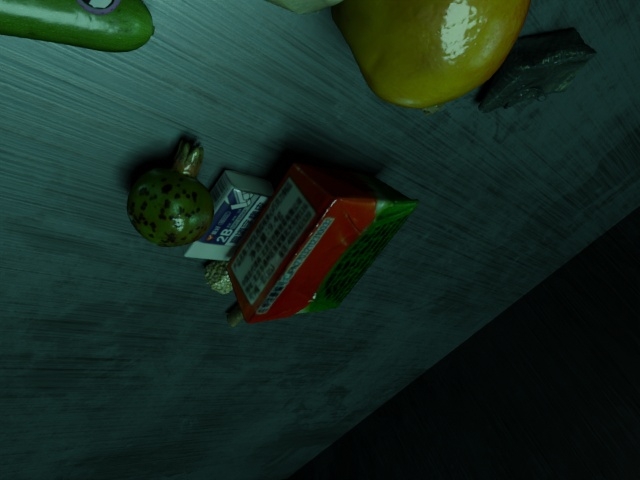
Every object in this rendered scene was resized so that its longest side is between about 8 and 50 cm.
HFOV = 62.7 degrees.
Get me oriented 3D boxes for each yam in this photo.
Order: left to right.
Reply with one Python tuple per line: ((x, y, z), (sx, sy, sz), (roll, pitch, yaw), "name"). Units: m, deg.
((-0.160, 0.142, 1.429), (0.264, 0.046, 0.046), (-43, 144, 20), "yam")

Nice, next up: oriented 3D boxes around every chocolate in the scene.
((0.000, 0.000, 1.188), (0.341, 0.161, 0.360), (-1, 132, -53), "chocolate")

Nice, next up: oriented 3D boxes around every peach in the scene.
((0.177, -0.357, 0.790), (0.307, 0.289, 0.289), (-25, 151, 28), "peach")

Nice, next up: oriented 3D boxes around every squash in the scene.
((-0.393, -0.300, 0.641), (0.378, 0.101, 0.101), (-2, 138, -31), "squash")

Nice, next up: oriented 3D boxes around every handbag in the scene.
((0.496, -0.379, 1.201), (0.270, 0.089, 0.175), (-16, 152, -18), "handbag")

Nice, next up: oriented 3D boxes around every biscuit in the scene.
((-0.200, 0.058, 1.271), (0.168, 0.070, 0.082), (-36, 156, 8), "biscuit")

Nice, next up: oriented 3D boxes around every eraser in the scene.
((-0.201, -0.047, 1.134), (0.124, 0.068, 0.210), (8, 132, -47), "eraser")

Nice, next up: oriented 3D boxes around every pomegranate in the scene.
((-0.269, -0.082, 0.978), (0.159, 0.159, 0.205), (15, 99, -46), "pomegranate")

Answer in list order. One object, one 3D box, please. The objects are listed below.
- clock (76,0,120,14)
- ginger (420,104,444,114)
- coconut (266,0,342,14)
((-0.288, -0.386, 0.547), (0.227, 0.090, 0.248), (8, 114, -26), "clock")
((0.286, -0.334, 1.125), (0.173, 0.051, 0.069), (-31, 149, 6), "ginger")
((-0.040, -0.414, 0.652), (0.227, 0.230, 0.227), (-48, 163, -20), "coconut")
